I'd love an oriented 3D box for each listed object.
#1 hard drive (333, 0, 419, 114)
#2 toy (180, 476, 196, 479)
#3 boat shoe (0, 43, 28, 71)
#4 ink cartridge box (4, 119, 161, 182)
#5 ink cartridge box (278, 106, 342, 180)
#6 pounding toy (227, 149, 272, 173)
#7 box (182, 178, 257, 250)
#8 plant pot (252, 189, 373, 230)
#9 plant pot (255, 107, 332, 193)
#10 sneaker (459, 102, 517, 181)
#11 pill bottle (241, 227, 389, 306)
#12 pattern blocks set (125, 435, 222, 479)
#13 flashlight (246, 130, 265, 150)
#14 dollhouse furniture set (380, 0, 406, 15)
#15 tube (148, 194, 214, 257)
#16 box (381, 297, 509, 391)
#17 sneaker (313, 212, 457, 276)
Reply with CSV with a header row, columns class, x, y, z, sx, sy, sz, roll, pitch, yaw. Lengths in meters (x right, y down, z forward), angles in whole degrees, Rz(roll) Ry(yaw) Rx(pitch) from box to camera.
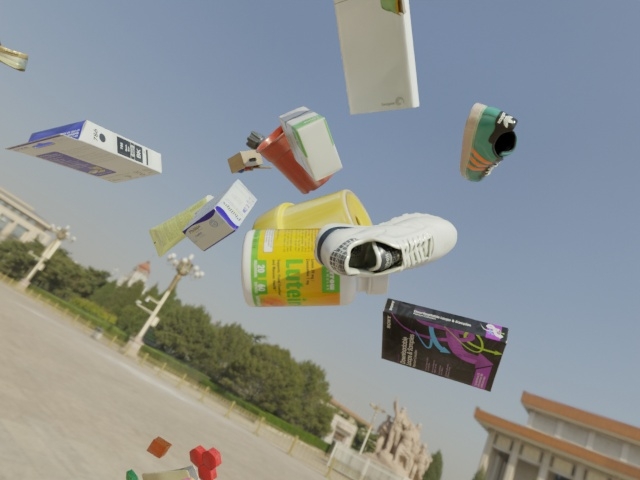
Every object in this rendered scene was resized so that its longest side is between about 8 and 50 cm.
class,x,y,z,sx,sy,sz,roll,pitch,yaw
hard drive,0.159,-0.558,1.323,0.232,0.047,0.354,8,-63,42
toy,-0.194,0.368,0.627,0.237,0.056,0.136,-7,-4,22
boat shoe,-0.709,-0.421,0.987,0.135,0.045,0.050,25,6,-30
ink cartridge box,-0.561,-0.218,1.116,0.165,0.065,0.332,-7,-7,16
ink cartridge box,-0.034,-0.290,1.332,0.160,0.092,0.219,67,-6,-30
pounding toy,-0.323,-0.352,2.083,0.130,0.141,0.101,-15,-87,45
box,-0.235,-0.059,1.070,0.126,0.137,0.072,-29,-67,33
plant pot,0.000,0.000,1.124,0.238,0.254,0.254,-26,-48,21
plant pot,-0.079,-0.351,1.870,0.265,0.272,0.272,49,-27,-19
sneaker,0.445,-0.232,1.196,0.120,0.108,0.302,26,-12,24
pill bottle,-0.007,0.047,0.800,0.245,0.137,0.136,-1,-24,1
pattern blocks set,-0.327,0.592,1.042,0.324,0.286,0.026,-11,0,30
flashlight,-0.207,-0.412,2.143,0.303,0.103,0.103,35,8,5
dollhouse furniture set,0.156,-0.607,1.101,0.076,0.059,0.152,33,-18,33
tube,-0.397,-0.047,1.315,0.240,0.070,0.062,-31,-53,16
box,0.165,0.146,0.632,0.161,0.029,0.116,13,-45,20
sneaker,0.111,0.014,0.660,0.234,0.090,0.094,-9,14,-22
